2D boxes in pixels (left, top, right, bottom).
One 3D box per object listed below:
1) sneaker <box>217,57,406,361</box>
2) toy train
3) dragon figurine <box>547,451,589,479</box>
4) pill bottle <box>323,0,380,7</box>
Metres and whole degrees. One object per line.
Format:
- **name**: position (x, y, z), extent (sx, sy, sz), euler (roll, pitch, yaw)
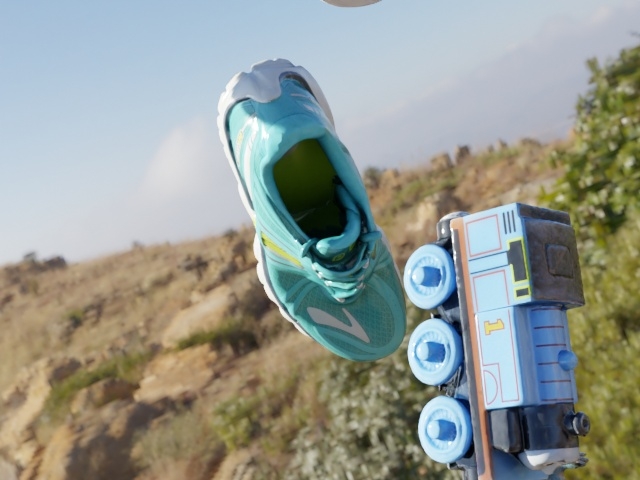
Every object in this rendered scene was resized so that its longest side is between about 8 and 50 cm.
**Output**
- **sneaker**: position (0.000, 0.000, 0.795), extent (0.107, 0.275, 0.110), euler (-29, 37, -4)
- **toy train**: position (0.113, 0.066, 0.676), extent (0.080, 0.184, 0.105), euler (8, -18, -43)
- **dragon figurine**: position (0.235, 0.290, 1.064), extent (0.085, 0.144, 0.289), euler (-1, 20, -41)
- **pill bottle**: position (0.029, -0.381, 1.225), extent (0.119, 0.209, 0.119), euler (-6, -29, -3)
